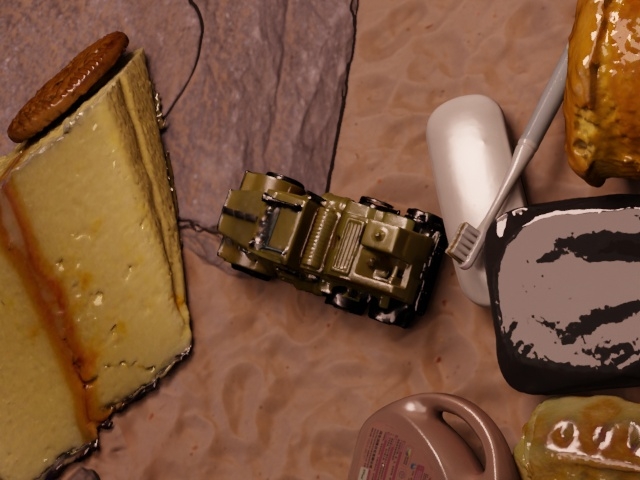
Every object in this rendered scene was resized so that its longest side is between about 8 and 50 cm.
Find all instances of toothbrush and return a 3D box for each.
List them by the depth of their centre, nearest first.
[{"bbox_3d":[0.220,-0.119,1.631,0.342,0.030,0.025,-59,21,-14],"label":"toothbrush"}]

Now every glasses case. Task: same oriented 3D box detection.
[{"bbox_3d":[0.171,-0.042,1.661,0.092,0.059,0.233,-19,71,17],"label":"glasses case"}]

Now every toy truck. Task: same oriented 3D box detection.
[{"bbox_3d":[0.001,0.000,1.705,0.257,0.127,0.127,17,87,33],"label":"toy truck"}]

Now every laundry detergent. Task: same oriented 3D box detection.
[{"bbox_3d":[0.135,0.244,1.567,0.237,0.076,0.171,14,93,43],"label":"laundry detergent"}]

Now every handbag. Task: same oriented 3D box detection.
[{"bbox_3d":[0.330,0.043,1.539,0.332,0.075,0.191,-8,85,17],"label":"handbag"}]

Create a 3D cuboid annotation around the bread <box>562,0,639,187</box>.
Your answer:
[{"bbox_3d":[0.319,-0.179,1.516,0.146,0.268,0.268,9,82,24],"label":"bread"}]

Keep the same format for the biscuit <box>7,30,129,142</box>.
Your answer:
[{"bbox_3d":[-0.304,-0.187,1.893,0.188,0.188,0.027,-38,107,14],"label":"biscuit"}]

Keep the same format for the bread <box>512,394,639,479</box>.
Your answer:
[{"bbox_3d":[0.295,0.211,1.522,0.232,0.088,0.128,1,69,28],"label":"bread"}]

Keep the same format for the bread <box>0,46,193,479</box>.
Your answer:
[{"bbox_3d":[-0.292,0.039,1.902,0.346,0.242,0.405,-25,101,16],"label":"bread"}]
